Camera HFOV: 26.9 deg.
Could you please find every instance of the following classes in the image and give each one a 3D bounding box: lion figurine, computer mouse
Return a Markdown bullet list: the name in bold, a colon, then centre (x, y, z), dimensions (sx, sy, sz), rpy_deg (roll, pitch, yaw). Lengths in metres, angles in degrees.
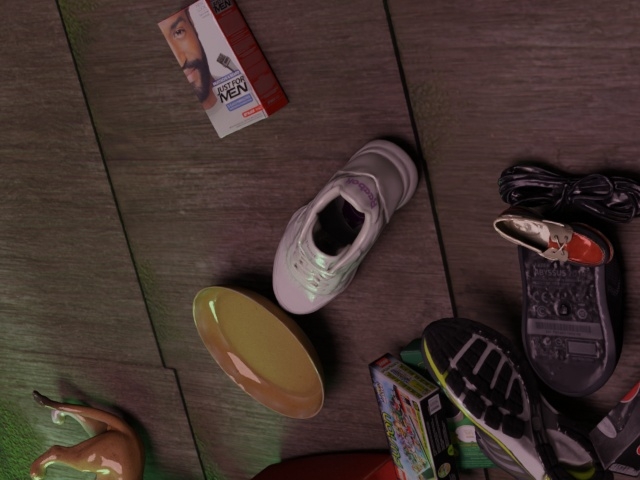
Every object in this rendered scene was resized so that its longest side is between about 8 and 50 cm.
- **lion figurine**: centre (-0.326, 0.417, 2.160), dimensions (0.240, 0.142, 0.392), rpy_deg (-5, 109, 26)
- **computer mouse**: centre (0.303, 0.046, 1.559), dimensions (0.188, 0.072, 0.272), rpy_deg (8, 108, 33)

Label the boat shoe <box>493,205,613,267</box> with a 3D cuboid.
- **boat shoe**: centre (0.260, -0.002, 1.503), dimensions (0.137, 0.043, 0.049), rpy_deg (24, 114, 27)

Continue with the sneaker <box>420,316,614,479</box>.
- **sneaker**: centre (0.218, 0.217, 1.636), dimensions (0.300, 0.111, 0.121), rpy_deg (49, 152, -11)

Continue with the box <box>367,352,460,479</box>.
- **box**: centre (0.128, 0.258, 1.771), dimensions (0.114, 0.036, 0.207), rpy_deg (31, 144, 50)

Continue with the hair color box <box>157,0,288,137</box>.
- **hair color box**: centre (-0.123, -0.224, 1.697), dimensions (0.093, 0.053, 0.167), rpy_deg (-20, 103, 41)

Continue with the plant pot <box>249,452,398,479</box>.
- **plant pot**: centre (-0.026, 0.457, 1.913), dimensions (0.235, 0.267, 0.267), rpy_deg (8, 121, 46)

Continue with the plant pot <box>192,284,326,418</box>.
- **plant pot**: centre (-0.080, 0.149, 1.866), dimensions (0.236, 0.032, 0.236), rpy_deg (31, 146, 24)

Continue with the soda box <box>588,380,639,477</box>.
- **soda box**: centre (0.389, 0.201, 1.564), dimensions (0.053, 0.060, 0.169), rpy_deg (15, 127, -28)

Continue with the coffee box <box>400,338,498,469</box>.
- **coffee box**: centre (0.187, 0.211, 1.747), dimensions (0.113, 0.040, 0.184), rpy_deg (-10, 110, 39)

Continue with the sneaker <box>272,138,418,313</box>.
- **sneaker**: centre (0.000, 0.000, 1.679), dimensions (0.114, 0.152, 0.305), rpy_deg (39, 133, 6)
